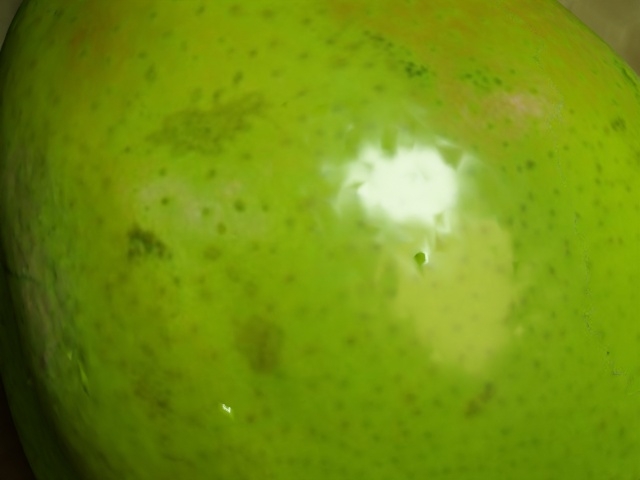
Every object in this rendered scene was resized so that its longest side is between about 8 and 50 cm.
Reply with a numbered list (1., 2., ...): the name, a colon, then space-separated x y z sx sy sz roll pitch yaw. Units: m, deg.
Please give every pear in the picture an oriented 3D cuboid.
1. pear: 0.000 0.000 0.484 0.187 0.187 0.220 -26 88 -28
